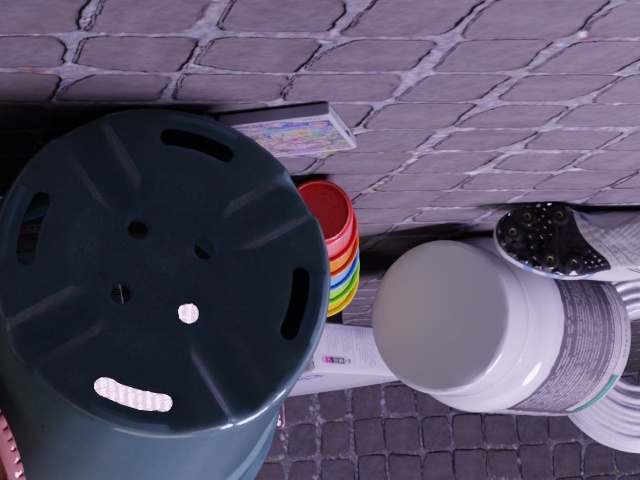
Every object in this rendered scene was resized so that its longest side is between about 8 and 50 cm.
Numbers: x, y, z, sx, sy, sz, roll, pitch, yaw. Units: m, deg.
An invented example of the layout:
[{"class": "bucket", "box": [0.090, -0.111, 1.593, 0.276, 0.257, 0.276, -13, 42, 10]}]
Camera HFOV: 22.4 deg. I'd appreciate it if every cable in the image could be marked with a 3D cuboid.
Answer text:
[{"class": "cable", "box": [0.425, 0.152, 2.133, 0.257, 0.257, 0.089, 9, 168, 12]}]

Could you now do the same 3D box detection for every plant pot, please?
[{"class": "plant pot", "box": [-0.157, 0.070, 1.310, 0.341, 0.341, 0.334, -1, 162, -16]}]

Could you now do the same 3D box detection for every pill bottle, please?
[{"class": "pill bottle", "box": [0.218, 0.104, 1.918, 0.204, 0.204, 0.361, -9, 169, 28]}]

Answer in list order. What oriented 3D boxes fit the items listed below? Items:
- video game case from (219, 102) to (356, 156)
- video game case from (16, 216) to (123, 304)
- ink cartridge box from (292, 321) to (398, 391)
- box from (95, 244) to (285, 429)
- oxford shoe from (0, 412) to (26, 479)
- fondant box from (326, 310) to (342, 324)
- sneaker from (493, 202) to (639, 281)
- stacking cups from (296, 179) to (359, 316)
[{"class": "video game case", "box": [-0.024, -0.086, 1.289, 0.087, 0.011, 0.122, -5, 170, 10]}, {"class": "video game case", "box": [-0.250, 0.037, 1.525, 0.119, 0.166, 0.015, -1, 135, -17]}, {"class": "ink cartridge box", "box": [-0.052, 0.158, 1.988, 0.324, 0.071, 0.330, -12, 167, 33]}, {"class": "box", "box": [-0.229, 0.130, 1.606, 0.381, 0.191, 0.143, -13, -153, -27]}, {"class": "oxford shoe", "box": [-0.336, 0.106, 1.166, 0.146, 0.397, 0.140, -36, -160, -30]}, {"class": "fondant box", "box": [-0.160, 0.076, 1.936, 0.238, 0.096, 0.330, -11, 169, 35]}, {"class": "sneaker", "box": [0.283, 0.007, 1.736, 0.237, 0.085, 0.086, 3, 164, -27]}, {"class": "stacking cups", "box": [0.000, 0.000, 1.625, 0.096, 0.096, 0.316, -3, 165, -3]}]
